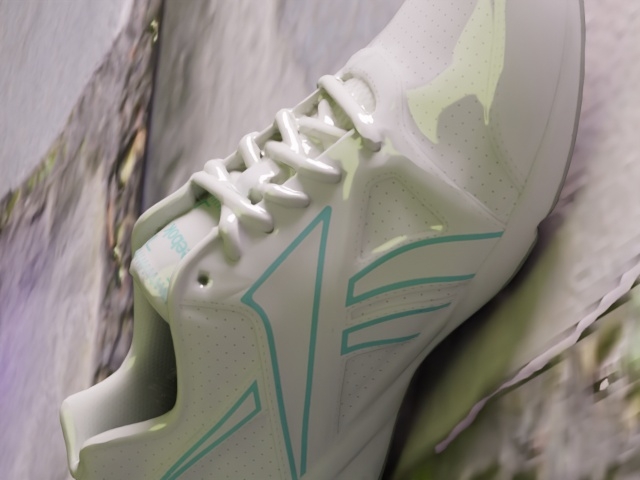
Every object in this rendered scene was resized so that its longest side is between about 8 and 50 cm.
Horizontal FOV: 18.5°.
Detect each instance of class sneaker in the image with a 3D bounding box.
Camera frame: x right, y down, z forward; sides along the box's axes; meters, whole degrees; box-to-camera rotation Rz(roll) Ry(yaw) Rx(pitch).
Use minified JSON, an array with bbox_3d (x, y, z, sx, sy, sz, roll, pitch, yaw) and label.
[{"bbox_3d":[0.000,0.000,0.382,0.152,0.061,0.053,-62,24,18],"label":"sneaker"}]
